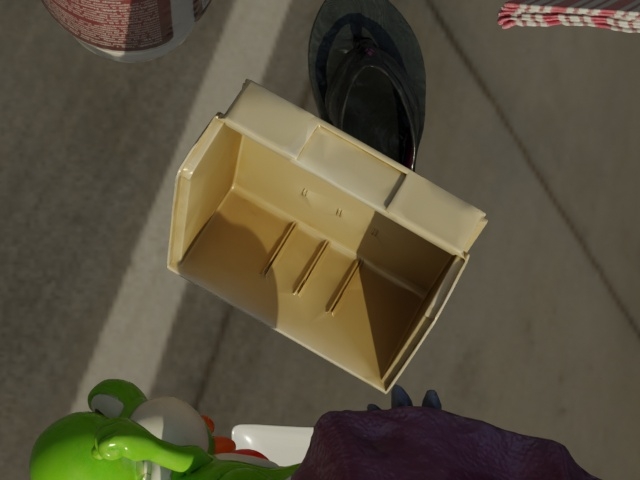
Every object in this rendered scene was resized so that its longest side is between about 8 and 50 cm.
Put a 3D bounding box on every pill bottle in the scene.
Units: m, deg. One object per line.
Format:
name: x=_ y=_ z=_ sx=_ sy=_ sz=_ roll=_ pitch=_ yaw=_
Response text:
pill bottle: x=-0.227 y=-0.344 z=1.522 sx=0.392 sy=0.224 sz=0.224 roll=123 pitch=-28 yaw=-81

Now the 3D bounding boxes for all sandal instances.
sandal: x=0.077 y=-0.141 z=1.854 sx=0.107 sy=0.168 sz=0.445 roll=159 pitch=-72 yaw=-78

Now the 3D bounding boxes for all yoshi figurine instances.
yoshi figurine: x=-0.148 y=0.258 z=1.275 sx=0.203 sy=0.362 sz=0.203 roll=29 pitch=90 yaw=-49

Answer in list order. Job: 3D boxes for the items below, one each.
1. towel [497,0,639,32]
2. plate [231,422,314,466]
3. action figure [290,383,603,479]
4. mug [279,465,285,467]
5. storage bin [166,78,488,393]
towel: x=0.305 y=-0.248 z=1.447 sx=0.144 sy=0.197 sz=0.029 roll=-33 pitch=128 yaw=-58
plate: x=0.016 y=0.394 z=1.947 sx=0.045 sy=0.278 sz=0.277 roll=-35 pitch=120 yaw=-68
action figure: x=0.061 y=0.231 z=0.585 sx=0.370 sy=0.248 sz=0.275 roll=-82 pitch=178 yaw=-63
mug: x=-0.046 y=0.375 z=1.597 sx=0.169 sy=0.113 sz=0.150 roll=-116 pitch=-139 yaw=-70
storage bin: x=0.000 y=0.000 z=1.275 sx=0.123 sy=0.262 sz=0.260 roll=-58 pitch=176 yaw=-22
